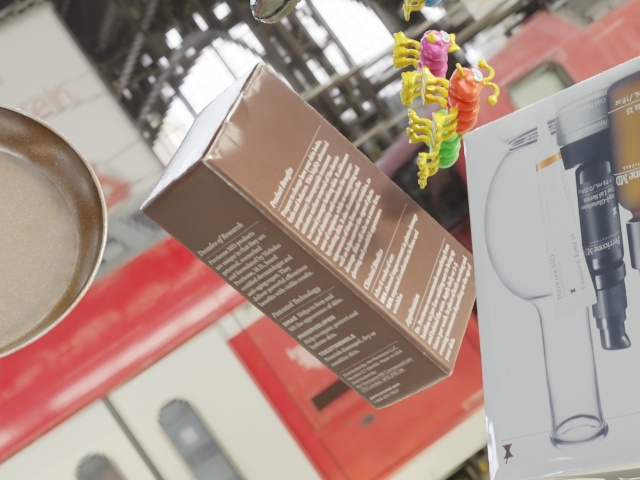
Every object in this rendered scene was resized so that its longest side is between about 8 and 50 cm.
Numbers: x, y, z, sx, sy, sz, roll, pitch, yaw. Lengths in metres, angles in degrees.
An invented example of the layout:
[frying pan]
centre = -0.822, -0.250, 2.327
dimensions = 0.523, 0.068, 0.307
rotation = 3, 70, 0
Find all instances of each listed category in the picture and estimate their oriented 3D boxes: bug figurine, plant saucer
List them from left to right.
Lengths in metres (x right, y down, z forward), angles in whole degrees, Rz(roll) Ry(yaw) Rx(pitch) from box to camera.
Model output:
[plant saucer]
centre = -0.361, -0.003, 1.291
dimensions = 0.310, 0.310, 0.050
rotation = -33, -22, -24
[bug figurine]
centre = 0.137, -0.200, 1.538
dimensions = 0.072, 0.279, 0.216
rotation = -5, -33, -6

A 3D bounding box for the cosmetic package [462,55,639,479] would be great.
[cosmetic package]
centre = 0.268, 0.007, 0.919
dimensions = 0.097, 0.284, 0.377
rotation = 10, -22, -39

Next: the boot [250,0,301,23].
[boot]
centre = -0.113, -0.369, 1.770
dimensions = 0.208, 0.076, 0.189
rotation = 13, -23, -29

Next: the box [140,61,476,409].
[box]
centre = 0.000, 0.000, 1.556
dimensions = 0.143, 0.381, 0.191
rotation = -32, 23, 41
